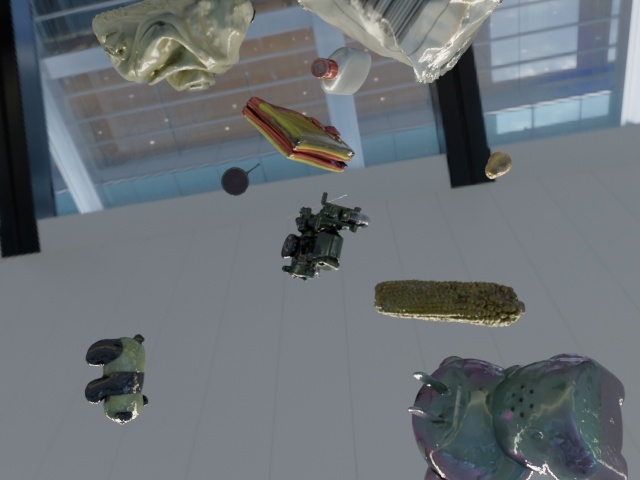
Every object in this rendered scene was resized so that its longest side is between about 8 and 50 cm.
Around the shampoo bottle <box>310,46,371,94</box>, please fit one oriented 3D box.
[{"bbox_3d":[0.043,-0.370,1.233,0.051,0.108,0.221,37,-155,13],"label":"shampoo bottle"}]

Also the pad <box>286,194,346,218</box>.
[{"bbox_3d":[-0.012,-0.112,1.864,0.156,0.004,0.232,-20,-176,21],"label":"pad"}]

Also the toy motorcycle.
[{"bbox_3d":[0.000,0.000,1.478,0.275,0.127,0.205,-8,-116,56],"label":"toy motorcycle"}]

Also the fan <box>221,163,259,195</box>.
[{"bbox_3d":[-0.234,-0.189,1.680,0.133,0.085,0.005,-34,-176,6],"label":"fan"}]

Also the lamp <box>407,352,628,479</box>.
[{"bbox_3d":[0.260,0.265,0.839,0.301,0.247,0.247,-26,-138,48],"label":"lamp"}]

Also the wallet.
[{"bbox_3d":[-0.033,-0.203,1.062,0.141,0.067,0.241,46,-161,18],"label":"wallet"}]

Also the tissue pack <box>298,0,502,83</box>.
[{"bbox_3d":[0.075,-0.401,0.625,0.375,0.390,0.195,38,-140,-2],"label":"tissue pack"}]

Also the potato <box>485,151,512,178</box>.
[{"bbox_3d":[0.520,-0.220,1.655,0.068,0.062,0.083,43,-115,3],"label":"potato"}]

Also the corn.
[{"bbox_3d":[0.272,0.130,1.200,0.320,0.097,0.097,3,-148,-1],"label":"corn"}]

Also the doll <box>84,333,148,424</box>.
[{"bbox_3d":[-0.535,0.368,1.498,0.135,0.143,0.234,-5,-106,9],"label":"doll"}]

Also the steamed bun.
[{"bbox_3d":[-0.343,-0.484,1.407,0.394,0.237,0.346,-11,-146,5],"label":"steamed bun"}]
